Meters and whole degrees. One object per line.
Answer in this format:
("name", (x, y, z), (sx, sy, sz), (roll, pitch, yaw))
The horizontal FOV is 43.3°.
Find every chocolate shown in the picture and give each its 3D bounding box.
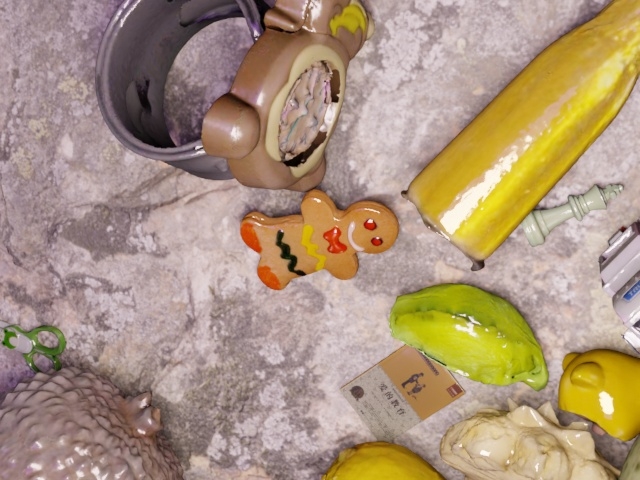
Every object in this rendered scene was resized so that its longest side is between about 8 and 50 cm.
("chocolate", (0.318, -0.164, 1.087), (0.162, 0.162, 0.445), (45, 105, 4))

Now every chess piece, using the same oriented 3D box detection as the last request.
("chess piece", (0.358, -0.044, 1.149), (0.149, 0.059, 0.059), (-25, 93, 13))

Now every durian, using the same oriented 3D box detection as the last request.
("durian", (0.226, 0.137, 1.204), (0.250, 0.101, 0.139), (16, 134, 13))

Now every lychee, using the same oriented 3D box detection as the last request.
("lychee", (-0.422, 0.409, 1.323), (0.432, 0.380, 0.380), (-43, 87, 5))

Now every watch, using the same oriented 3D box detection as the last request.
("watch", (-0.138, -0.254, 1.167), (0.326, 0.314, 0.335), (25, 93, 22))

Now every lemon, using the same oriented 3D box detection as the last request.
("lemon", (0.108, 0.440, 1.234), (0.236, 0.236, 0.263), (-35, 68, 21))

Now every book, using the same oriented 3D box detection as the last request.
("book", (0.130, 0.243, 1.299), (0.172, 0.012, 0.118), (-38, 89, 21))

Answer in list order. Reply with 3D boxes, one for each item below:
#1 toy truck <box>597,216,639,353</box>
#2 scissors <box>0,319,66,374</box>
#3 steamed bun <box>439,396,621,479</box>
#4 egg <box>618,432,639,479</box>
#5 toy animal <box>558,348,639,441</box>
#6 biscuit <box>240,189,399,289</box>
("toy truck", (0.437, 0.063, 1.029), (0.155, 0.268, 0.124), (42, 109, 7))
("scissors", (-0.567, 0.179, 1.497), (0.204, 0.027, 0.101), (22, 106, 10))
("steamed bun", (0.316, 0.321, 1.152), (0.295, 0.292, 0.137), (34, 68, -7))
("egg", (0.514, 0.346, 0.913), (0.344, 0.345, 0.428), (-4, 127, 18))
("toy animal", (0.451, 0.210, 1.119), (0.229, 0.156, 0.156), (7, 103, 12))
("biscuit", (0.000, 0.000, 1.245), (0.250, 0.036, 0.165), (-11, 123, 20))
